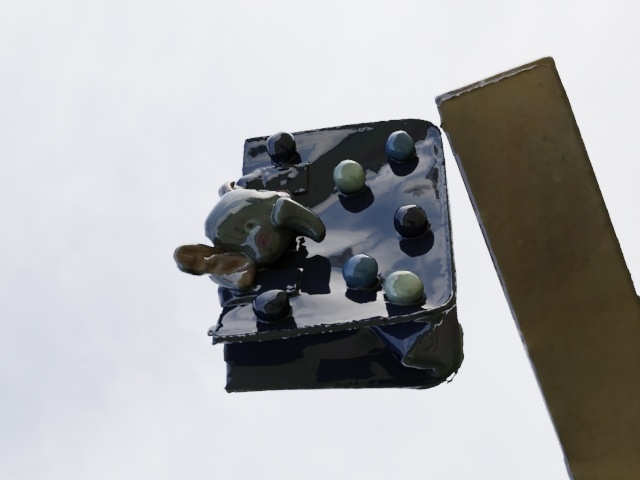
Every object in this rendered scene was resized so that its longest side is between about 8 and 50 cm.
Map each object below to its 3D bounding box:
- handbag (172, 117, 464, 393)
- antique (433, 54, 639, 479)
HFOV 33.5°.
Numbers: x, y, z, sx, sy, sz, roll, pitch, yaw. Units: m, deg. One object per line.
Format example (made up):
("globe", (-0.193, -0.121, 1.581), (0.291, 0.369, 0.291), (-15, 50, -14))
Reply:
("handbag", (0.000, 0.000, 1.073), (0.325, 0.269, 0.118), (-88, -8, -50))
("antique", (0.169, 0.031, 0.742), (0.093, 0.087, 0.309), (-49, -62, -79))
